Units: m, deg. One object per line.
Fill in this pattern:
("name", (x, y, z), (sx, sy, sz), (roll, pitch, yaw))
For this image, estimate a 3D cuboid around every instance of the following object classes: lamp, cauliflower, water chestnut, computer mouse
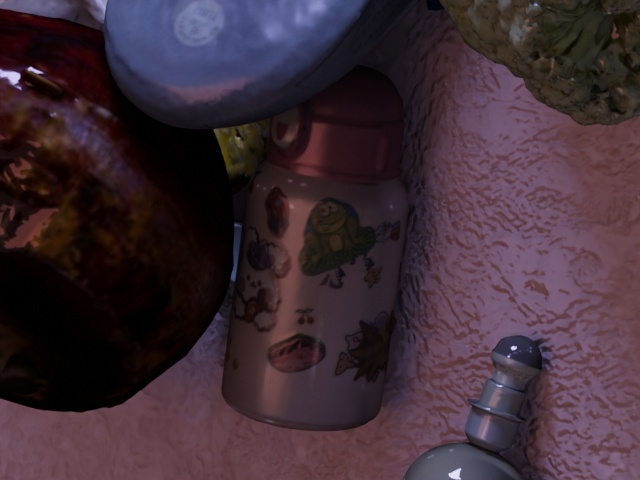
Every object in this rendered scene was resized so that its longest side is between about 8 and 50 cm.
("lamp", (0.112, 0.142, 1.258), (0.091, 0.091, 0.163), (23, 93, 38))
("cauliflower", (0.180, -0.208, 1.075), (0.250, 0.272, 0.275), (-5, 107, 12))
("water chestnut", (-0.233, 0.000, 1.317), (0.350, 0.350, 0.302), (-5, 51, 42))
("computer mouse", (0.003, -0.220, 1.248), (0.188, 0.122, 0.371), (30, 81, 28))

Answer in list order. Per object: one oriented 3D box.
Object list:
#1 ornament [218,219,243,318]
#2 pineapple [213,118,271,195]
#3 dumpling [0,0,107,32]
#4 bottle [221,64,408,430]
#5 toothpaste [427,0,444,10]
("ornament", (-0.060, 0.015, 1.419), (0.092, 0.041, 0.068), (-31, 96, 28))
("pineapple", (-0.071, -0.123, 1.415), (0.221, 0.047, 0.221), (5, 97, 46))
("dumpling", (-0.202, -0.160, 1.452), (0.166, 0.126, 0.216), (42, 131, 18))
("bottle", (0.000, 0.000, 1.310), (0.120, 0.120, 0.253), (16, 106, 40))
("toothpaste", (0.100, -0.174, 1.271), (0.083, 0.019, 0.027), (-2, 110, 46))
